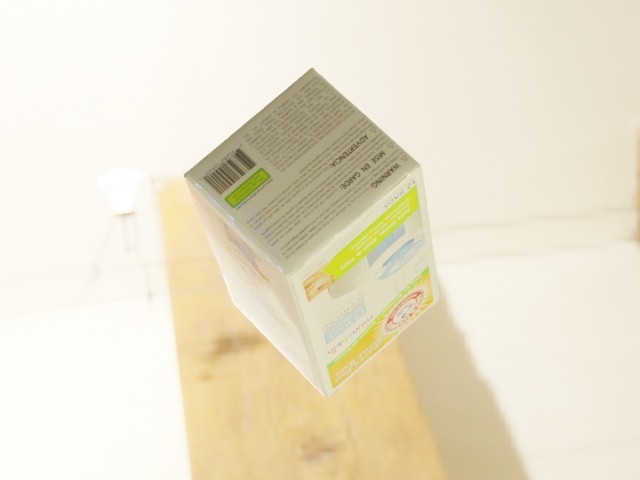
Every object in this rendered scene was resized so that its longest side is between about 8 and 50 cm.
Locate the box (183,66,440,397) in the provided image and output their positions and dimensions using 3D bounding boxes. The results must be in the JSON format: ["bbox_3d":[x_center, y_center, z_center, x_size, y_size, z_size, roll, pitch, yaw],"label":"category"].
[{"bbox_3d":[0.000,0.000,1.268,0.114,0.203,0.103,-40,-114,-13],"label":"box"}]
